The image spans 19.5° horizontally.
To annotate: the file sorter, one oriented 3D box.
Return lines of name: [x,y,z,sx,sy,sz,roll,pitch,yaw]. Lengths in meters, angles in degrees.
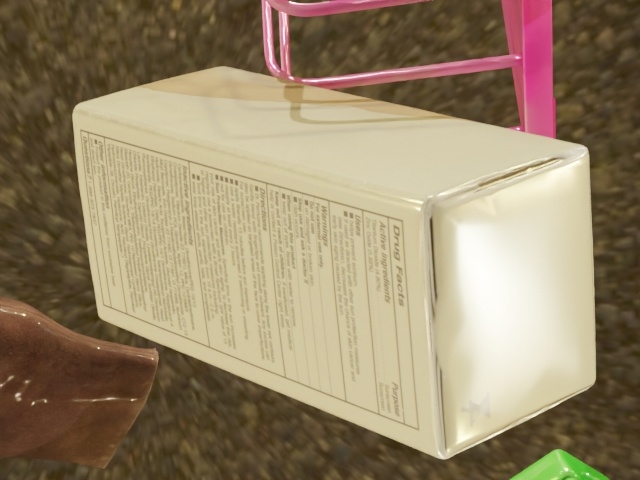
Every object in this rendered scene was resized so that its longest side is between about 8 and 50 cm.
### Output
file sorter: [0.044,-0.216,1.166,0.182,0.291,0.202,-6,50,2]

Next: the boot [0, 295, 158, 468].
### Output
boot: [-0.254,0.145,1.371,0.207,0.090,0.248,19,123,-22]

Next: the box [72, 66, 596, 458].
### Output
box: [0.000,0.000,1.056,0.121,0.311,0.148,-20,115,-37]

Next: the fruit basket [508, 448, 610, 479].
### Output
fruit basket: [0.190,0.395,1.361,0.392,0.283,0.392,-3,116,-6]
